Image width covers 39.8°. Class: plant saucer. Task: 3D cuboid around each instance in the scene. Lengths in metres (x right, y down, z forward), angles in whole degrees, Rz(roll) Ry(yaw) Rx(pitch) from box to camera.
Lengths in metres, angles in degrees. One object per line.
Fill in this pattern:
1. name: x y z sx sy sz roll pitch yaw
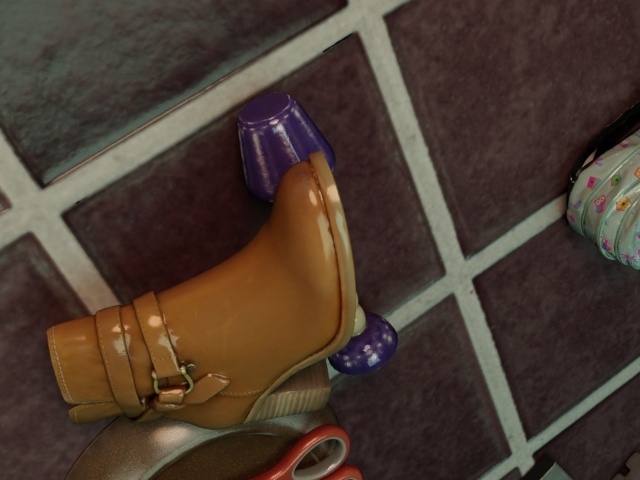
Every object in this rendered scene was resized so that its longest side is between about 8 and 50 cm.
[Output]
1. plant saucer: -0.102 0.268 0.857 0.310 0.050 0.311 -13 119 -25

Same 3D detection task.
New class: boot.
1. boot: -0.094 0.051 0.674 0.220 0.109 0.283 -2 142 -12

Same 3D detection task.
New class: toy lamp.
1. toy lamp: 0.000 0.000 0.757 0.080 0.080 0.275 -33 127 -12

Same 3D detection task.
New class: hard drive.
1. hard drive: 0.293 0.343 1.145 0.094 0.022 0.135 -47 129 -2

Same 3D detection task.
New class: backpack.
1. backpack: 0.344 -0.058 0.908 0.182 0.115 0.152 -32 129 -9

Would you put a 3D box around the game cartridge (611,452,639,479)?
1. game cartridge: 0.404 0.488 1.267 0.230 0.068 0.355 37 93 -34

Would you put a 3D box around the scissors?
1. scissors: -0.090 0.253 0.810 0.297 0.021 0.109 -18 124 -24
